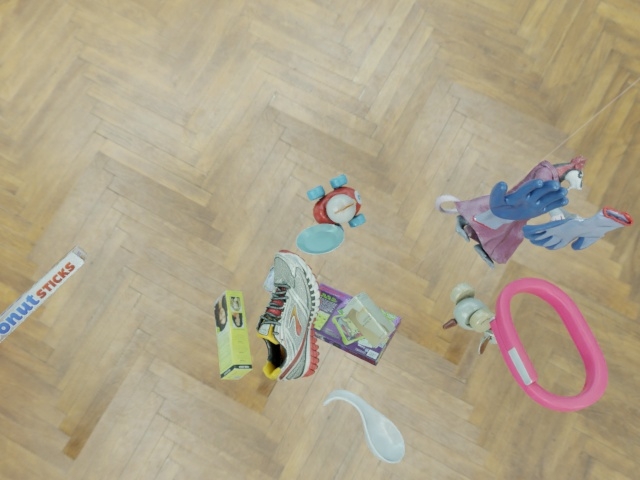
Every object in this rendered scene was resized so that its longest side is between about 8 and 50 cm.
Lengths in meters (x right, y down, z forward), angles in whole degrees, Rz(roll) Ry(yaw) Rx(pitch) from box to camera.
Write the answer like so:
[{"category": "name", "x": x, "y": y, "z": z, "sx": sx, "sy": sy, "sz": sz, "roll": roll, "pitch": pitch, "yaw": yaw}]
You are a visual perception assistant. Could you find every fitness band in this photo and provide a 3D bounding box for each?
[{"category": "fitness band", "x": 0.487, "y": 0.218, "z": 1.081, "sx": 0.209, "sy": 0.054, "sz": 0.290, "roll": -7, "pitch": 62, "yaw": -18}]

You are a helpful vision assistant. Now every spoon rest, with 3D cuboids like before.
[{"category": "spoon rest", "x": 0.139, "y": 0.538, "z": 1.477, "sx": 0.276, "sy": 0.137, "sz": 0.084, "roll": 39, "pitch": 123, "yaw": 6}]

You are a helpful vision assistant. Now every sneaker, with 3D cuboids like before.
[{"category": "sneaker", "x": -0.056, "y": 0.127, "z": 0.830, "sx": 0.093, "sy": 0.088, "sz": 0.225, "roll": -7, "pitch": 97, "yaw": -38}]

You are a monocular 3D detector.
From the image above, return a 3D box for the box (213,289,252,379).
[{"category": "box", "x": -0.246, "y": 0.260, "z": 1.395, "sx": 0.058, "sy": 0.087, "sz": 0.232, "roll": 10, "pitch": 52, "yaw": -35}]

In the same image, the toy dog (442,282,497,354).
[{"category": "toy dog", "x": 0.526, "y": 0.299, "z": 1.727, "sx": 0.161, "sy": 0.220, "sz": 0.333, "roll": -37, "pitch": 114, "yaw": 9}]

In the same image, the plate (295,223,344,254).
[{"category": "plate", "x": 0.000, "y": 0.000, "z": 1.916, "sx": 0.188, "sy": 0.024, "sz": 0.188, "roll": -7, "pitch": 37, "yaw": 5}]

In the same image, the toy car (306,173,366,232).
[{"category": "toy car", "x": 0.090, "y": -0.133, "z": 1.967, "sx": 0.210, "sy": 0.238, "sz": 0.219, "roll": -28, "pitch": 100, "yaw": -15}]

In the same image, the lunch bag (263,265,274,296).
[{"category": "lunch bag", "x": -0.102, "y": 0.100, "z": 1.266, "sx": 0.053, "sy": 0.071, "sz": 0.083, "roll": 18, "pitch": 70, "yaw": 20}]

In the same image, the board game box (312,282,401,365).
[{"category": "board game box", "x": 0.098, "y": 0.304, "z": 1.867, "sx": 0.347, "sy": 0.056, "sz": 0.208, "roll": 22, "pitch": 58, "yaw": 24}]

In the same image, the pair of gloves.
[{"category": "pair of gloves", "x": 0.318, "y": -0.035, "z": 0.716, "sx": 0.198, "sy": 0.159, "sz": 0.023, "roll": 21, "pitch": 67, "yaw": -14}]

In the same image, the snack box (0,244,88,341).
[{"category": "snack box", "x": -0.345, "y": 0.078, "z": 0.581, "sx": 0.178, "sy": 0.064, "sz": 0.022, "roll": -46, "pitch": 111, "yaw": -10}]

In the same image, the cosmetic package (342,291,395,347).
[{"category": "cosmetic package", "x": 0.111, "y": 0.182, "z": 1.160, "sx": 0.115, "sy": 0.041, "sz": 0.060, "roll": 48, "pitch": 125, "yaw": 19}]

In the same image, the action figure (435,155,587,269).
[{"category": "action figure", "x": 0.549, "y": -0.107, "z": 1.363, "sx": 0.370, "sy": 0.248, "sz": 0.275, "roll": -45, "pitch": 62, "yaw": 10}]
